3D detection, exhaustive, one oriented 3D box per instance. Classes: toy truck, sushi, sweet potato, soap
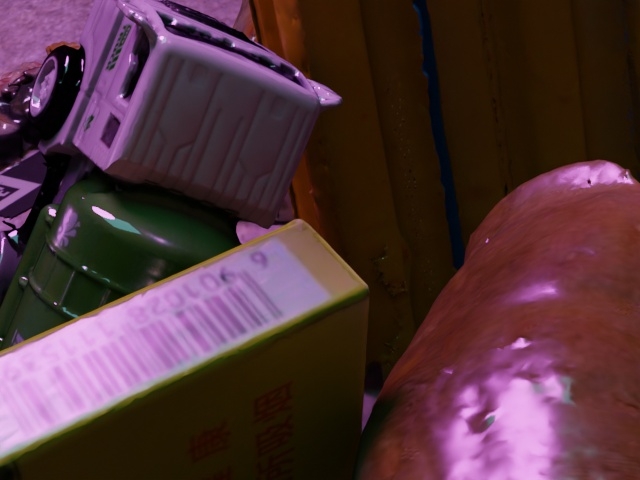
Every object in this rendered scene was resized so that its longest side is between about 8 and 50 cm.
[{"bbox_3d":[-0.088,0.022,0.565,0.101,0.243,0.125,20,9,-27],"label":"toy truck"},{"bbox_3d":[-0.203,-0.104,1.000,0.192,0.051,0.215,17,39,40],"label":"sushi"},{"bbox_3d":[0.071,0.125,0.395,0.157,0.158,0.370,-2,34,15],"label":"sweet potato"},{"bbox_3d":[0.069,-0.111,0.649,0.204,0.325,0.096,-16,25,-13],"label":"soap"}]

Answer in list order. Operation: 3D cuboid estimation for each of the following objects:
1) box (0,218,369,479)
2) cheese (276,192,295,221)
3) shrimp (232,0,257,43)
[{"bbox_3d":[-0.136,0.130,0.419,0.335,0.187,0.047,-24,50,-23],"label":"box"},{"bbox_3d":[-0.009,-0.073,0.892,0.097,0.037,0.192,5,33,24],"label":"cheese"},{"bbox_3d":[-0.003,-0.162,1.033,0.145,0.061,0.267,9,31,14],"label":"shrimp"}]
